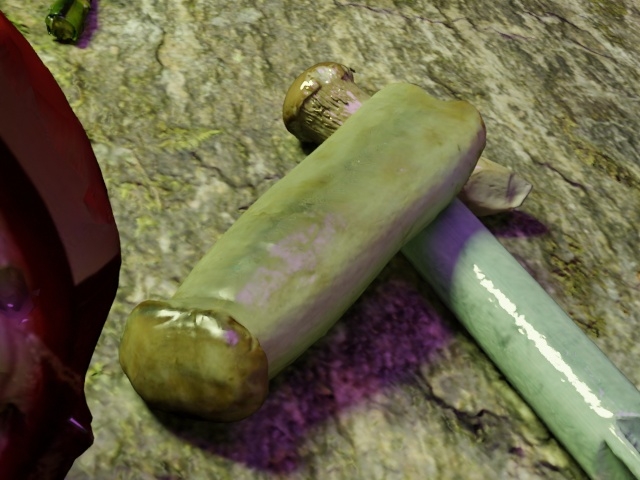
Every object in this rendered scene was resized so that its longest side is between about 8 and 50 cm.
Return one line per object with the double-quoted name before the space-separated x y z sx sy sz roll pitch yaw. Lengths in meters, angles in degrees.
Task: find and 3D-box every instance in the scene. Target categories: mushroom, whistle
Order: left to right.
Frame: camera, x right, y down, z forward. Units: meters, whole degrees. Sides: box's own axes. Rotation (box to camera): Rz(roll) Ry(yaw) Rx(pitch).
"mushroom" 0.000 0.000 0.641 0.100 0.081 0.312 26 49 23
"mushroom" 0.069 -0.073 0.811 0.209 0.084 0.071 28 78 4
"whistle" 0.136 0.060 0.668 0.062 0.062 0.312 -9 44 -31

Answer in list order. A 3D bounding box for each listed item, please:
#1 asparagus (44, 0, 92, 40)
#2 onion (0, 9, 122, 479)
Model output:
"asparagus" -0.225 -0.230 0.915 0.036 0.030 0.165 0 40 -7
"onion" -0.260 0.026 0.336 0.341 0.341 0.341 11 37 -9
